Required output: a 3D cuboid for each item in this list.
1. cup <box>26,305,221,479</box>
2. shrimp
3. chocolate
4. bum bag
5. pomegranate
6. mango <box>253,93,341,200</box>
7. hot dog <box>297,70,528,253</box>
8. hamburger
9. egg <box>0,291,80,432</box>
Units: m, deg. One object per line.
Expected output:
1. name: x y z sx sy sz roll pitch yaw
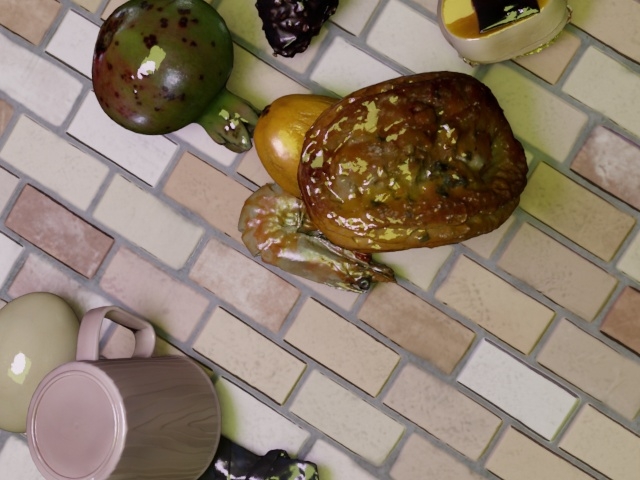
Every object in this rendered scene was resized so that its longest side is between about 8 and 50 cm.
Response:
1. cup: -0.303 0.266 1.904 0.208 0.273 0.288 21 94 29
2. shrimp: 0.000 0.000 1.973 0.294 0.062 0.154 27 90 7
3. chocolate: -0.043 -0.367 1.940 0.156 0.156 0.133 12 119 7
4. bum bag: -0.135 0.404 2.005 0.309 0.074 0.137 16 96 10
5. pomegranate: -0.216 -0.277 1.919 0.305 0.242 0.242 14 95 -12
6. mango: 0.029 -0.135 1.925 0.294 0.120 0.177 24 87 -18
7. hot dog: 0.158 -0.116 1.813 0.387 0.174 0.267 -14 85 -26
8. hamburger: 0.292 -0.373 1.890 0.210 0.116 0.173 -24 81 13
9. egg: -0.491 0.205 1.989 0.185 0.186 0.242 13 85 7
